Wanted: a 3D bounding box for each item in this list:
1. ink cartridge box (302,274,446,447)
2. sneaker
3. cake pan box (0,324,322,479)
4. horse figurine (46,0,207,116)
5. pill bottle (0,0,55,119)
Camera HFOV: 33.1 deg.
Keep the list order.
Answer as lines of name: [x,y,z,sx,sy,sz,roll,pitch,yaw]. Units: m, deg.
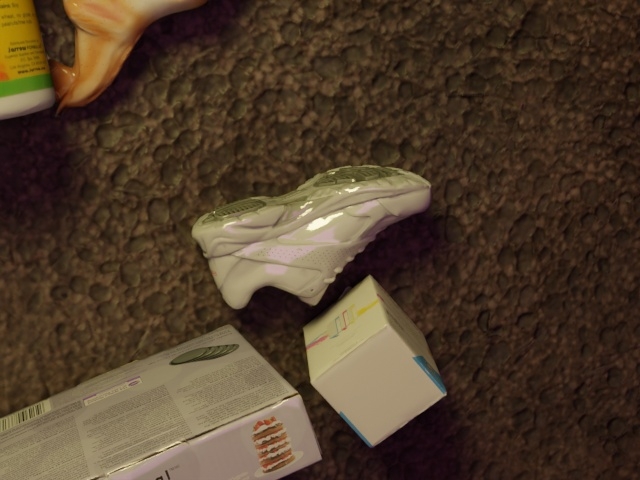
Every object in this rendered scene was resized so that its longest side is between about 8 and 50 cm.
ink cartridge box: [0.047,0.109,1.024,0.090,0.143,0.092,-38,107,8]
sneaker: [0.000,0.000,1.026,0.232,0.090,0.115,-16,108,-6]
cake pan box: [-0.158,0.169,0.903,0.267,0.246,0.070,-22,102,-15]
horse figurine: [-0.159,-0.246,0.948,0.263,0.066,0.174,-30,97,-9]
pill bottle: [-0.305,-0.213,0.855,0.136,0.136,0.245,-15,101,-16]
